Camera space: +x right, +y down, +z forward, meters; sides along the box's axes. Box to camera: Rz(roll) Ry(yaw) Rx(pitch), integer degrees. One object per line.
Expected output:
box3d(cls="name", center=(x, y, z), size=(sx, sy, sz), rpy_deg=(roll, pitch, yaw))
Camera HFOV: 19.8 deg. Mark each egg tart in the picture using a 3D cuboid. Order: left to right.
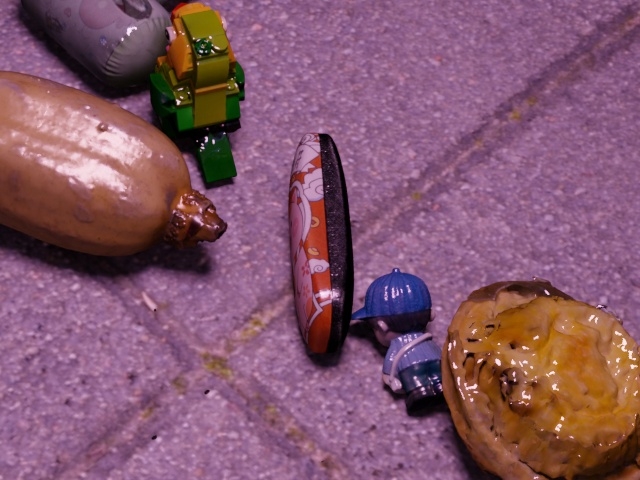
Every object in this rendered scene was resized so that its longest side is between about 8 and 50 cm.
box3d(cls="egg tart", center=(0.262, 0.146, 1.947), size=(0.291, 0.107, 0.290), rpy_deg=(12, 54, -18))

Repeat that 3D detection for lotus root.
box3d(cls="lotus root", center=(-0.261, -0.073, 2.010), size=(0.343, 0.151, 0.169), rpy_deg=(22, 69, 0))

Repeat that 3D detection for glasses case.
box3d(cls="glasses case", center=(0.000, 0.000, 2.028), size=(0.067, 0.103, 0.266), rpy_deg=(1, 54, -8))

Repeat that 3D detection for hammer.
box3d(cls="hammer", center=(-0.185, -0.314, 2.225), size=(0.335, 0.119, 0.206), rpy_deg=(-31, 65, -35))

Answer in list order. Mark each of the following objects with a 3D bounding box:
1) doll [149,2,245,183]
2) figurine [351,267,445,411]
box3d(cls="doll", center=(-0.137, -0.179, 2.089), size=(0.106, 0.186, 0.134), rpy_deg=(-13, 41, -18))
box3d(cls="figurine", center=(0.090, 0.107, 1.984), size=(0.086, 0.087, 0.149), rpy_deg=(-12, 65, -21))
